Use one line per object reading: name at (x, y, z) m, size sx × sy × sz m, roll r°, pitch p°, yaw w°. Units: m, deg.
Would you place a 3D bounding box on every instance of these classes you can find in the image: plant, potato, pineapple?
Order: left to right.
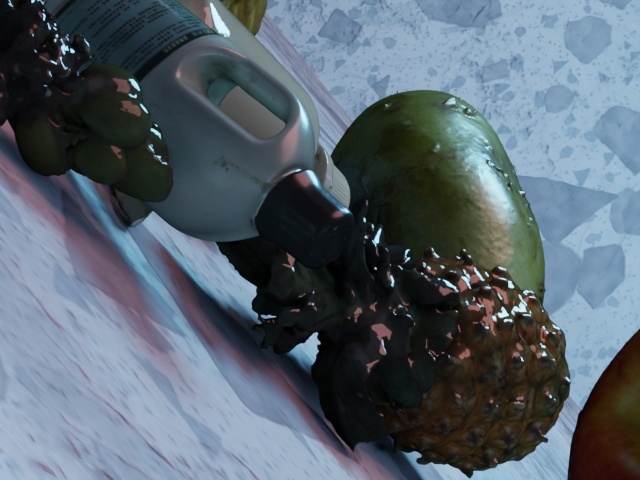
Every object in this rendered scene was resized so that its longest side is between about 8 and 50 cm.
plant at (-0.141, -0.078, 0.898) m, size 0.174 × 0.087 × 0.085 m, roll 40°, pitch 40°, yaw -33°
pineapple at (0.043, 0.058, 1.143) m, size 0.310 × 0.141 × 0.170 m, roll 32°, pitch 43°, yaw -48°
potato at (0.103, -0.007, 1.629) m, size 0.173 × 0.210 × 0.307 m, roll 13°, pitch 34°, yaw -32°

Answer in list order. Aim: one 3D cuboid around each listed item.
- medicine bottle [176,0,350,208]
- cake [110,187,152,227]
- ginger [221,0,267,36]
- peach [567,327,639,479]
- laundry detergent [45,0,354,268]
medicine bottle at (-0.063, -0.078, 1.234) m, size 0.252 × 0.114 × 0.114 m, roll 41°, pitch 10°, yaw -51°
cake at (-0.095, -0.038, 1.066) m, size 0.065 × 0.052 × 0.121 m, roll 51°, pitch 6°, yaw -30°
ginger at (-0.085, -0.257, 1.465) m, size 0.152 × 0.274 × 0.357 m, roll 35°, pitch -28°, yaw -1°
peach at (0.364, 0.215, 1.514) m, size 0.406 × 0.310 × 0.335 m, roll 53°, pitch 37°, yaw -59°
laundry detergent at (-0.070, -0.063, 0.983) m, size 0.225 × 0.099 × 0.070 m, roll 39°, pitch -15°, yaw 26°
